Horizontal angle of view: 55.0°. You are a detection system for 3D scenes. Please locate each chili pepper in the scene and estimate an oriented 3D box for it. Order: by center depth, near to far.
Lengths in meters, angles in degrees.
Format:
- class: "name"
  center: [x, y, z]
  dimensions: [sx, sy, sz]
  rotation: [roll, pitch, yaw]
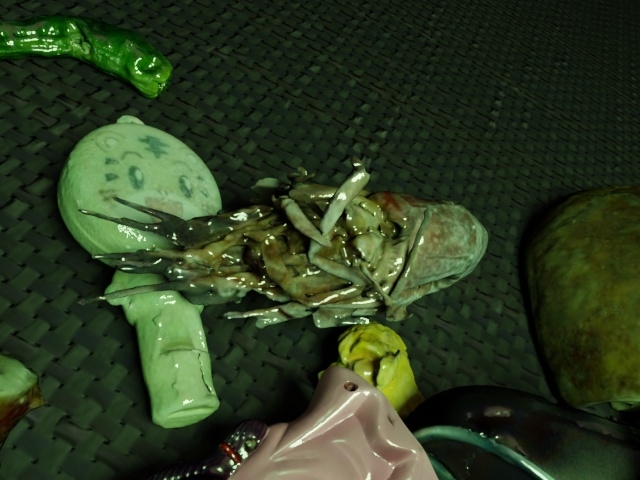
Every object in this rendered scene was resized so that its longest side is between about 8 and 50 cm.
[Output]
- class: "chili pepper"
  center: [-0.231, -0.181, 0.575]
  dimensions: [0.182, 0.050, 0.073]
  rotation: [4, 58, -22]

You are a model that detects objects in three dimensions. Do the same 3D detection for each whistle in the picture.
- class: "whistle"
  center: [-0.126, 0.010, 0.462]
  dimensions: [0.126, 0.067, 0.258]
  rotation: [5, 55, -40]

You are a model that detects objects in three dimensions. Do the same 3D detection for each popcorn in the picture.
- class: "popcorn"
  center: [0.032, 0.107, 0.473]
  dimensions: [0.084, 0.084, 0.084]
  rotation: [15, 48, -17]

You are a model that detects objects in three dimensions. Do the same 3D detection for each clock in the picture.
- class: "clock"
  center: [-0.012, 0.191, 0.345]
  dimensions: [0.196, 0.100, 0.194]
  rotation: [-22, 65, -30]

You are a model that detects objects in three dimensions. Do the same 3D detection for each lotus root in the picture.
- class: "lotus root"
  center: [0.332, 0.033, 0.629]
  dimensions: [0.210, 0.142, 0.314]
  rotation: [20, 45, -10]

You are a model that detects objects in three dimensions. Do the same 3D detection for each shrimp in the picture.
- class: "shrimp"
  center: [-0.003, 0.006, 0.454]
  dimensions: [0.343, 0.145, 0.116]
  rotation: [1, 88, -37]

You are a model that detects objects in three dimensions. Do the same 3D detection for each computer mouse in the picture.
- class: "computer mouse"
  center: [0.163, 0.180, 0.422]
  dimensions: [0.233, 0.137, 0.096]
  rotation: [18, 46, -7]

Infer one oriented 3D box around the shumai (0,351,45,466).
- class: "shumai"
  center: [-0.256, 0.099, 0.268]
  dimensions: [0.218, 0.189, 0.255]
  rotation: [26, 27, -31]
